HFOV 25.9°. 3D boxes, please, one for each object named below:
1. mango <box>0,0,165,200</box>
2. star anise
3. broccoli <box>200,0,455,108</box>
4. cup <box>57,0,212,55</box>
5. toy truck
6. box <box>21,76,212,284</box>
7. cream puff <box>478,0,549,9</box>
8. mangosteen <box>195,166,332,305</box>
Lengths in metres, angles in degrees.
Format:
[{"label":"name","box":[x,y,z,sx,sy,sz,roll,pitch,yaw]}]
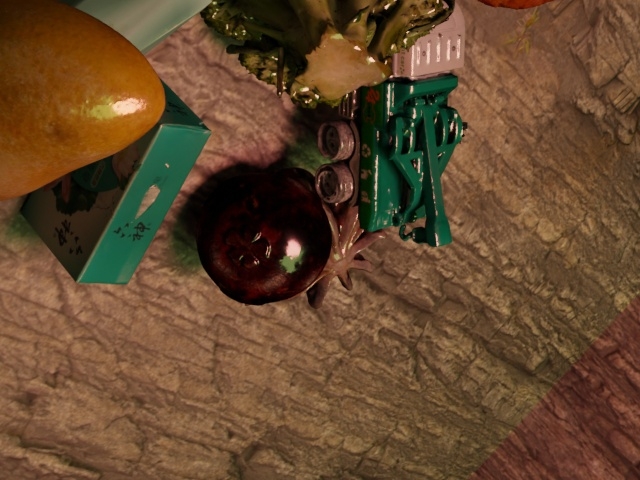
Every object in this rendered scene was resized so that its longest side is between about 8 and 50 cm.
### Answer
[{"label":"mango","box":[-0.340,-0.145,1.414,0.199,0.383,0.222,-40,129,-61]},{"label":"star anise","box":[0.002,-0.004,2.179,0.198,0.110,0.258,3,120,-31]},{"label":"broccoli","box":[-0.004,-0.286,1.687,0.321,0.283,0.304,25,125,-28]},{"label":"cup","box":[-0.247,-0.261,1.588,0.235,0.134,0.148,-41,123,-22]},{"label":"toy truck","box":[0.111,-0.176,1.951,0.176,0.178,0.364,-15,110,-40]},{"label":"box","box":[-0.259,-0.083,1.743,0.092,0.153,0.245,5,122,-51]},{"label":"cream puff","box":[0.270,-0.469,1.831,0.303,0.212,0.303,-1,123,-1]},{"label":"mangosteen","box":[-0.079,-0.006,2.002,0.209,0.210,0.210,-29,145,-23]}]
